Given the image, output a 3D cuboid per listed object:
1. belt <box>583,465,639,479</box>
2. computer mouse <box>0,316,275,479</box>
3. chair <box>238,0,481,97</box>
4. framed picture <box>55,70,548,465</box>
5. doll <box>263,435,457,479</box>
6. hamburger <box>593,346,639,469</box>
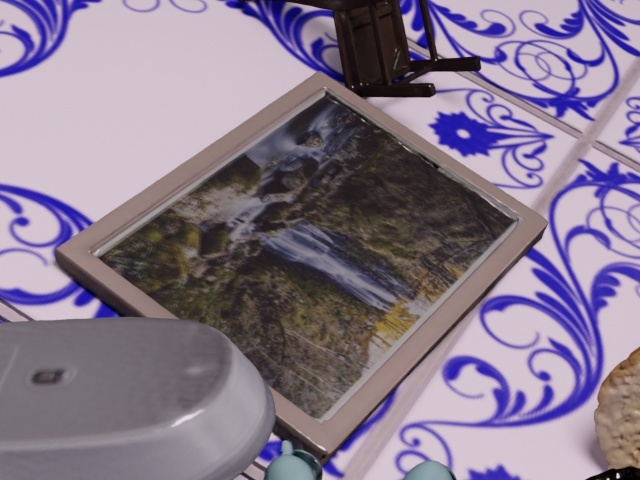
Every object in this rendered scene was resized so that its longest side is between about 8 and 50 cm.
[{"bbox_3d":[0.143,0.233,0.599,0.184,0.164,0.289,12,36,26],"label":"belt"},{"bbox_3d":[-0.141,0.103,0.716,0.230,0.079,0.128,1,30,8],"label":"computer mouse"},{"bbox_3d":[0.026,-0.180,1.082,0.212,0.101,0.084,4,25,43],"label":"chair"},{"bbox_3d":[0.000,0.000,0.915,0.240,0.020,0.324,36,45,16],"label":"framed picture"},{"bbox_3d":[0.022,0.177,0.710,0.159,0.059,0.158,34,44,17],"label":"doll"},{"bbox_3d":[0.357,0.070,0.822,0.329,0.162,0.209,-13,16,26],"label":"hamburger"}]
